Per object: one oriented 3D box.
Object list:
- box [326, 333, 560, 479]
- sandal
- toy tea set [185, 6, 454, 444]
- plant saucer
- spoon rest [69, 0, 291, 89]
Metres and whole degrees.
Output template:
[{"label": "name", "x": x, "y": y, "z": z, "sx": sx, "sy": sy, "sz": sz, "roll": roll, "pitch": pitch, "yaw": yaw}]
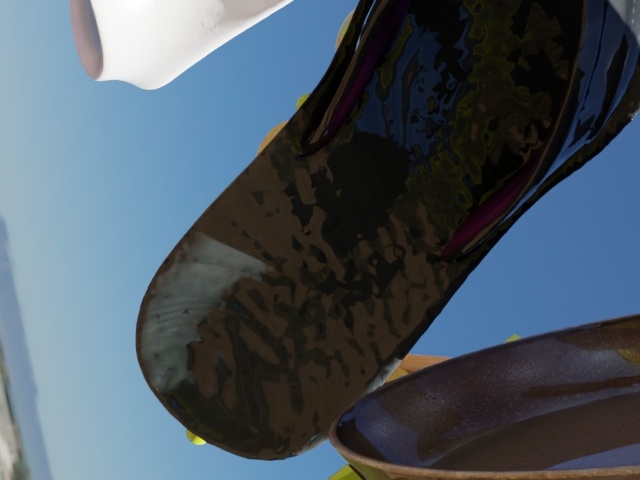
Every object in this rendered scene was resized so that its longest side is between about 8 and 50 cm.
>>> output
[{"label": "box", "x": 0.070, "y": 0.147, "z": 0.716, "sx": 0.042, "sy": 0.178, "sz": 0.109, "roll": 41, "pitch": -16, "yaw": 55}, {"label": "sandal", "x": 0.069, "y": -0.069, "z": 0.618, "sx": 0.445, "sy": 0.168, "sz": 0.107, "roll": -57, "pitch": -176, "yaw": 10}, {"label": "toy tea set", "x": 0.000, "y": 0.000, "z": 0.866, "sx": 0.200, "sy": 0.124, "sz": 0.336, "roll": 1, "pitch": -97, "yaw": 38}, {"label": "plant saucer", "x": 0.160, "y": 0.073, "z": 0.542, "sx": 0.310, "sy": 0.311, "sz": 0.050, "roll": -179, "pitch": -104, "yaw": -75}, {"label": "spoon rest", "x": -0.086, "y": -0.147, "z": 0.733, "sx": 0.276, "sy": 0.137, "sz": 0.084, "roll": 162, "pitch": -68, "yaw": -65}]
